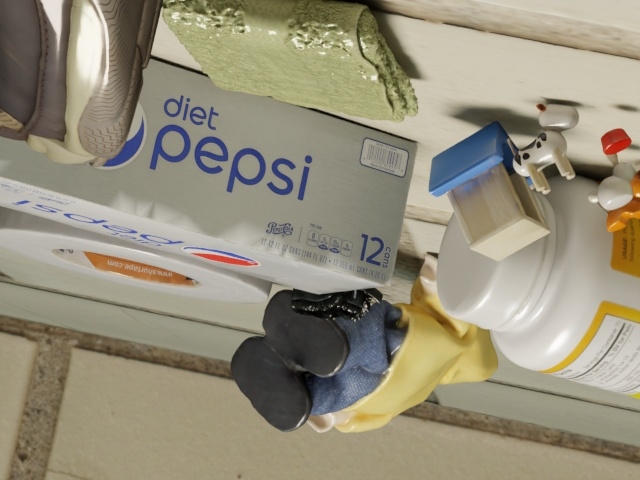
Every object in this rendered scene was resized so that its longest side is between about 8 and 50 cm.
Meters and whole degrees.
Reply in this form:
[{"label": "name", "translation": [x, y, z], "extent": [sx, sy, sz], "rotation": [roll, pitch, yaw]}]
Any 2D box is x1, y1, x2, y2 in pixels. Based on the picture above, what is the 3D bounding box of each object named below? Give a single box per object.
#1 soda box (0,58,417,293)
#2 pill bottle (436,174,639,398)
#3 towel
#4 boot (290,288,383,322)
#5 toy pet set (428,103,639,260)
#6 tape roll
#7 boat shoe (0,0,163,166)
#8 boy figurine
[{"label": "soda box", "translation": [-0.094, -0.047, 1.107], "extent": [0.286, 0.091, 0.098], "rotation": [16, 169, -24]}, {"label": "pill bottle", "translation": [0.181, 0.031, 1.139], "extent": [0.215, 0.117, 0.117], "rotation": [16, 170, -22]}, {"label": "towel", "translation": [-0.013, -0.091, 0.934], "extent": [0.110, 0.027, 0.148], "rotation": [11, 172, 14]}, {"label": "boot", "translation": [0.000, 0.000, 1.246], "extent": [0.045, 0.099, 0.121], "rotation": [17, 171, -36]}, {"label": "toy pet set", "translation": [0.122, -0.042, 1.028], "extent": [0.114, 0.065, 0.122], "rotation": [-30, 157, 20]}, {"label": "tape roll", "translation": [-0.137, -0.012, 1.445], "extent": [0.219, 0.072, 0.219], "rotation": [12, 170, 2]}, {"label": "boat shoe", "translation": [-0.124, -0.098, 0.709], "extent": [0.130, 0.132, 0.355], "rotation": [13, 170, -8]}, {"label": "boy figurine", "translation": [0.060, 0.080, 1.558], "extent": [0.092, 0.177, 0.285], "rotation": [44, -153, 24]}]
